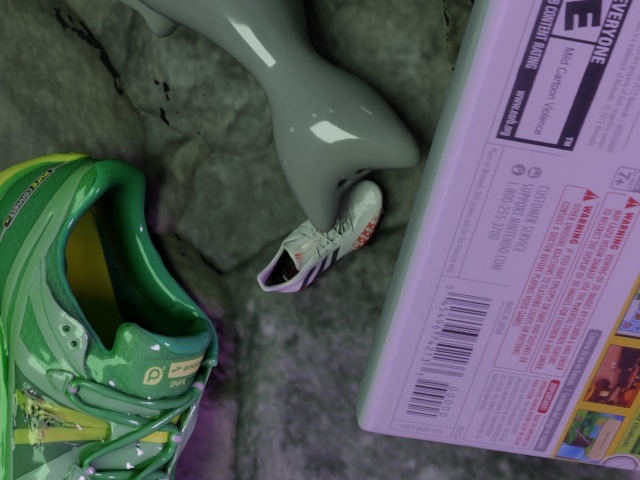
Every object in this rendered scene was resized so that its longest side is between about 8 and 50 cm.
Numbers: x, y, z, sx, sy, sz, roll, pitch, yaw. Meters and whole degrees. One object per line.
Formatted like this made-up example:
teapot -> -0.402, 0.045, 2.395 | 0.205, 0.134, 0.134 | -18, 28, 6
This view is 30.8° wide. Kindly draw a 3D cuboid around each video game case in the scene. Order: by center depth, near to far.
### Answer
video game case -> 0.135, 0.002, 0.413 | 0.206, 0.026, 0.227 | 9, 129, -5

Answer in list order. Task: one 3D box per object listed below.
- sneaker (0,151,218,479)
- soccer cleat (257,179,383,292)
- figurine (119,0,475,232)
sneaker -> -0.119, 0.092, 0.642 | 0.123, 0.109, 0.296 | -15, 87, 36
soccer cleat -> 0.000, 0.000, 0.600 | 0.083, 0.035, 0.029 | -42, 74, 29
figurine -> 0.010, -0.137, 0.552 | 0.215, 0.092, 0.209 | -43, 78, 28
